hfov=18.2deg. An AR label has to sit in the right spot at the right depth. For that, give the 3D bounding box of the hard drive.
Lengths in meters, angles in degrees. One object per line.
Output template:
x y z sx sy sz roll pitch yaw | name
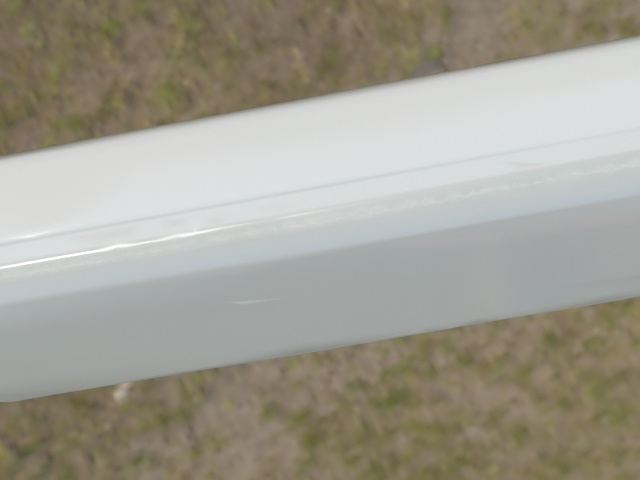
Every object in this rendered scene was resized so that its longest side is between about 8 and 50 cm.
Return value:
0.000 0.000 0.571 0.308 0.040 0.203 -10 169 7 | hard drive
